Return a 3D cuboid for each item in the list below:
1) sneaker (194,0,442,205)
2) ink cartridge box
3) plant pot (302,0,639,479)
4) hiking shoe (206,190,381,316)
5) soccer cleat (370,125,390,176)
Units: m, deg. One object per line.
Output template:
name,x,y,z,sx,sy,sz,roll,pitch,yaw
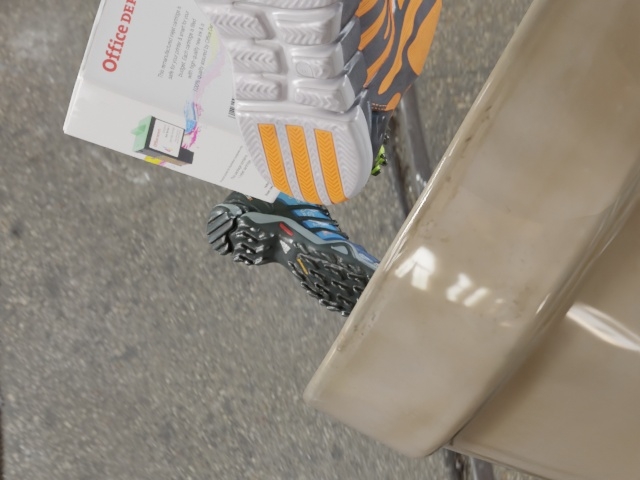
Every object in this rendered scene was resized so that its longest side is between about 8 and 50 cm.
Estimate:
sneaker,0.000,-0.194,0.772,0.125,0.321,0.180,13,47,19
ink cartridge box,-0.155,-0.194,1.457,0.278,0.117,0.201,18,53,-14
plant pot,0.189,0.008,0.550,0.280,0.323,0.323,31,72,3
hiking shoe,0.000,0.000,1.628,0.304,0.113,0.132,28,47,3
soccer cleat,0.029,-0.141,1.642,0.093,0.289,0.121,-39,80,-13
